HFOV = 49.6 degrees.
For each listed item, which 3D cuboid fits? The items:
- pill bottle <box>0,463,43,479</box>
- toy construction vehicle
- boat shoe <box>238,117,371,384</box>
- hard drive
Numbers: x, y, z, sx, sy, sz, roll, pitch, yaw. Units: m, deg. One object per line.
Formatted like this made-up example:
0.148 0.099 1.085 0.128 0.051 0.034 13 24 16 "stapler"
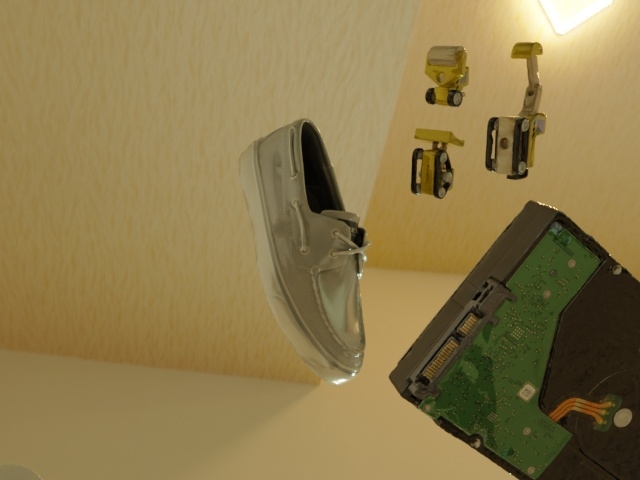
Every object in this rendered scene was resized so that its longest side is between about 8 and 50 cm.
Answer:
-0.394 0.350 0.811 0.112 0.186 0.112 31 -153 -17 "pill bottle"
0.100 -0.074 0.440 0.035 0.098 0.086 -11 -164 -40 "toy construction vehicle"
0.000 0.000 0.457 0.066 0.063 0.184 23 -137 -46 "boat shoe"
0.268 0.148 0.727 0.339 0.236 0.064 36 -177 -21 "hard drive"
